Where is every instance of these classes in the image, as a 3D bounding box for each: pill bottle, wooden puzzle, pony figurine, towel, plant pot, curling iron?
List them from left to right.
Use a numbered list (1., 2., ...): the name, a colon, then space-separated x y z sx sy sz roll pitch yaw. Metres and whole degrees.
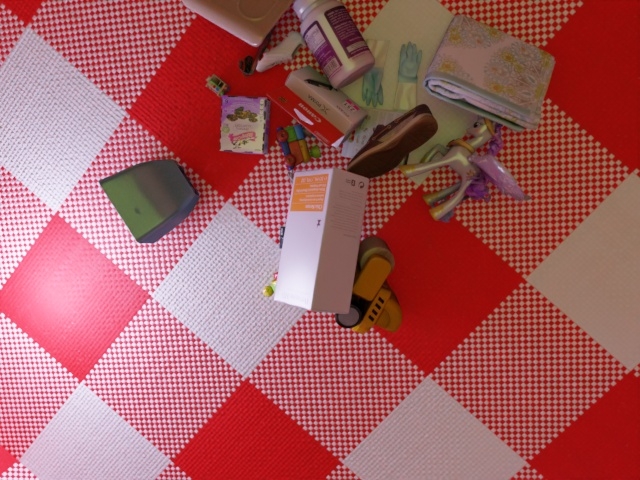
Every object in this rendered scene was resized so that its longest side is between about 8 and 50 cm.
1. plant pot: -0.581 -0.157 1.730 0.252 0.248 0.247 -32 93 -5
2. wooden puzzle: -0.228 -0.828 1.575 0.322 0.080 0.348 33 83 9
3. curling iron: -0.208 -0.705 1.697 0.068 0.035 0.274 32 101 2
4. pill bottle: 0.039 -0.676 1.603 0.169 0.169 0.302 -30 94 11
5. pony figurine: 0.495 -0.224 1.576 0.363 0.303 0.351 -36 79 19
6. towel: 0.541 -0.529 1.528 0.374 0.090 0.321 26 62 2

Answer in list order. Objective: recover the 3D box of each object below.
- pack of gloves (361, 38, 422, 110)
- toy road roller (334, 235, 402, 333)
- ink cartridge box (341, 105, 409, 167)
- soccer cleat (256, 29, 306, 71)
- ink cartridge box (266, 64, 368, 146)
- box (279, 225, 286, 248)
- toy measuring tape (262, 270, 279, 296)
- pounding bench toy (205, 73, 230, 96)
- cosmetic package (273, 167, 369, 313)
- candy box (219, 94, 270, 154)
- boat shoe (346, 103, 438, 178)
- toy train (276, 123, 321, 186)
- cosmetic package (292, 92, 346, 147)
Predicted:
1. pack of gloves: 0.243 -0.569 1.655 0.195 0.046 0.232 5 99 7
2. toy road roller: 0.198 0.176 1.700 0.240 0.202 0.330 25 106 -9
3. ink cartridge box: 0.205 -0.365 1.698 0.232 0.066 0.189 16 101 26
4. soccer cleat: -0.138 -0.645 1.683 0.196 0.068 0.076 -38 95 8
5. ink cartridge box: -0.006 -0.453 1.602 0.275 0.239 0.060 41 131 4
6. box: -0.117 -0.009 1.797 0.067 0.018 0.083 6 99 6
7. toy measuring tape: -0.066 0.136 1.764 0.330 0.121 0.121 -23 95 10
8. pounding bench toy: -0.366 -0.549 1.716 0.065 0.083 0.052 39 101 1
9. cosmetic package: 0.000 0.000 1.613 0.161 0.230 0.453 11 85 -37
10. candy box: -0.270 -0.412 1.730 0.164 0.070 0.196 5 98 6
11. boat shoe: 0.226 -0.331 1.615 0.342 0.123 0.123 -35 137 30
12. toy train: -0.060 -0.292 1.714 0.143 0.105 0.248 -18 96 -4
13. cosmetic package: -0.004 -0.427 1.669 0.239 0.099 0.060 38 131 2
